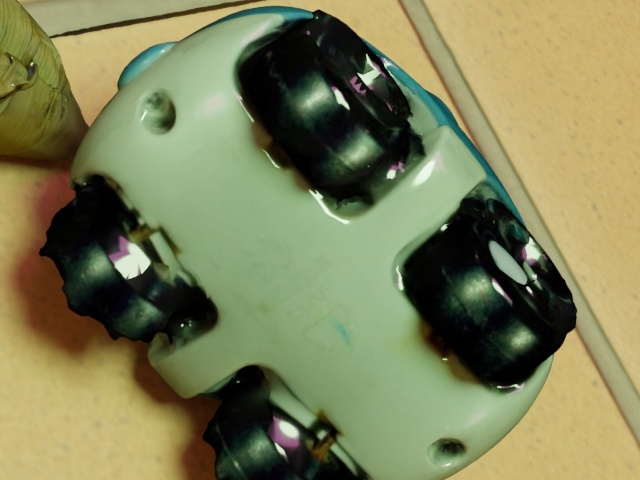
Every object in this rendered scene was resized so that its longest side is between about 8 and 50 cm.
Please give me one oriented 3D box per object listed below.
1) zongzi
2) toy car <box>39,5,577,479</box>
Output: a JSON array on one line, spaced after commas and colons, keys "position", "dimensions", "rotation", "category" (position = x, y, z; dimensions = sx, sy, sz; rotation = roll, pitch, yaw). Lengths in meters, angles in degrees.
[{"position": [-0.204, -0.110, 0.823], "dimensions": [0.194, 0.099, 0.197], "rotation": [41, 3, 17], "category": "zongzi"}, {"position": [0.000, 0.000, 0.841], "dimensions": [0.255, 0.188, 0.190], "rotation": [48, 18, -9], "category": "toy car"}]
